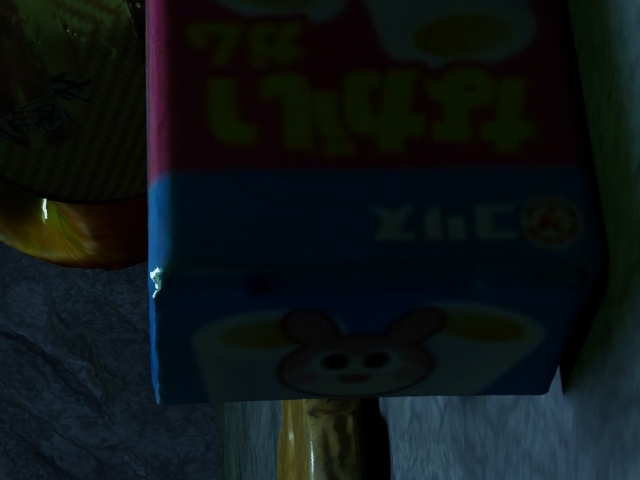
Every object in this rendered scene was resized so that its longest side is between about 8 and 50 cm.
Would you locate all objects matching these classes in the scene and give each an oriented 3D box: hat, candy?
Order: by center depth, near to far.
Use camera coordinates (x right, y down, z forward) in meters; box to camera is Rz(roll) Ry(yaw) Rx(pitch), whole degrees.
[{"bbox_3d":[0.008,-0.088,0.759,0.100,0.157,0.306,97,170,-56],"label":"candy"},{"bbox_3d":[-0.087,-0.106,0.859,0.082,0.193,0.193,17,109,62],"label":"hat"}]

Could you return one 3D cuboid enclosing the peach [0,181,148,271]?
[{"bbox_3d":[-0.107,-0.164,1.116,0.372,0.290,0.372,21,-90,-76],"label":"peach"}]

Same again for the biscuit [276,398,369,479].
[{"bbox_3d":[0.004,0.129,1.327,0.275,0.052,0.355,117,154,-77],"label":"biscuit"}]

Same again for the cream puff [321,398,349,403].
[{"bbox_3d":[0.000,0.000,0.951,0.165,0.150,0.115,41,124,30],"label":"cream puff"}]
